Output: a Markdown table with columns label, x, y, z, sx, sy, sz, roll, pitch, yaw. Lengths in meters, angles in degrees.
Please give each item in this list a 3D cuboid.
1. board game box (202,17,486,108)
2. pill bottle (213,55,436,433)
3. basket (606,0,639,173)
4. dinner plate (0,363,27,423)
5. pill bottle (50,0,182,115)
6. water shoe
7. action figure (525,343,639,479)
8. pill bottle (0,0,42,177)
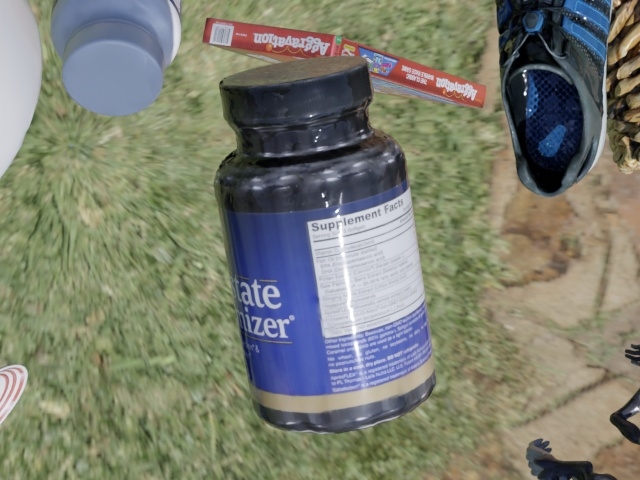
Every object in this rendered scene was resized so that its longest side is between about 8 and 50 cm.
| label | x | y | z | sx | sy | sz | roll | pitch | yaw |
| --- | --- | --- | --- | --- | --- | --- | --- | --- | --- |
| board game box | 0.030 | -0.166 | 1.428 | 0.145 | 0.281 | 0.027 | 14 | 94 | 34 |
| pill bottle | 0.000 | 0.000 | 0.945 | 0.123 | 0.123 | 0.219 | -11 | 104 | -9 |
| basket | 0.318 | -0.186 | 1.233 | 0.214 | 0.299 | 0.223 | -18 | 88 | 27 |
| dinner plate | -0.321 | 0.161 | 1.354 | 0.017 | 0.141 | 0.141 | 40 | 86 | 14 |
| pill bottle | -0.175 | -0.199 | 1.298 | 0.112 | 0.186 | 0.112 | -2 | 137 | -1 |
| water shoe | 0.141 | -0.127 | 0.904 | 0.073 | 0.080 | 0.203 | -5 | 107 | 18 |
| action figure | 0.296 | 0.244 | 1.479 | 0.164 | 0.141 | 0.275 | 47 | 59 | -19 |
| pill bottle | -0.214 | -0.142 | 0.361 | 0.204 | 0.204 | 0.361 | -29 | 140 | -6 |
